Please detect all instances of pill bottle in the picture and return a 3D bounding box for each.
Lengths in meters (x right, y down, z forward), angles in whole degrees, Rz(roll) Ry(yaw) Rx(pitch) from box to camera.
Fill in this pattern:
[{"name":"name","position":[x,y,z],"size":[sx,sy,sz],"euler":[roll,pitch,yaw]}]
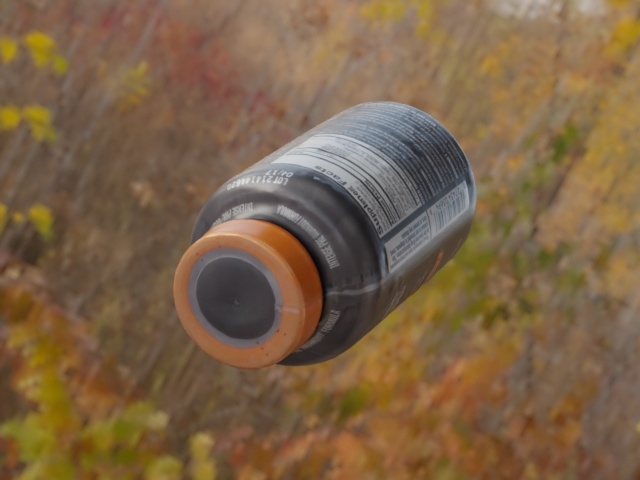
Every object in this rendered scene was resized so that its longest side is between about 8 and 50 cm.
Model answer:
[{"name":"pill bottle","position":[0.000,0.000,1.204],"size":[0.130,0.130,0.246],"euler":[30,28,14]}]
